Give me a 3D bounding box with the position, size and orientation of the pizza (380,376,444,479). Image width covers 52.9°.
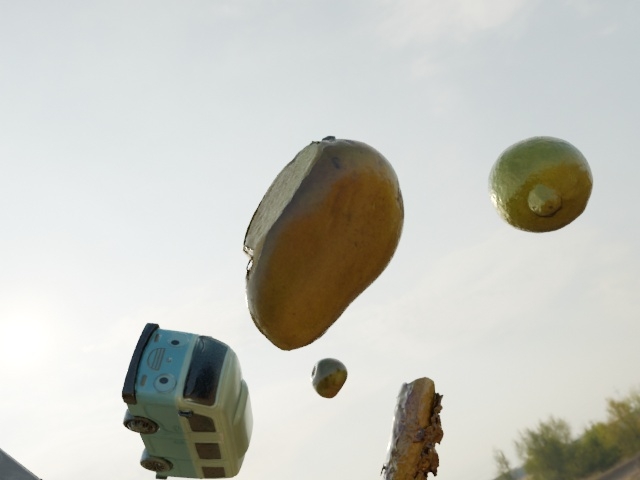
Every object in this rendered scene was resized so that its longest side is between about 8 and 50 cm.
[{"bbox_3d":[0.152,0.375,1.064,0.086,0.305,0.161,9,1,17],"label":"pizza"}]

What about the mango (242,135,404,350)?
[{"bbox_3d":[0.000,0.000,0.748,0.262,0.167,0.130,-56,11,-19],"label":"mango"}]

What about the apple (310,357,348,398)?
[{"bbox_3d":[0.018,0.301,1.406,0.075,0.089,0.089,20,-42,-10],"label":"apple"}]

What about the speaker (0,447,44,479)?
[{"bbox_3d":[-0.430,0.315,0.838,0.082,0.218,0.044,10,-78,-63],"label":"speaker"}]

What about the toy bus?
[{"bbox_3d":[-0.189,0.252,0.966,0.165,0.133,0.271,5,-43,4],"label":"toy bus"}]

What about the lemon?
[{"bbox_3d":[0.406,-0.107,1.195,0.184,0.184,0.248,-41,3,24],"label":"lemon"}]
